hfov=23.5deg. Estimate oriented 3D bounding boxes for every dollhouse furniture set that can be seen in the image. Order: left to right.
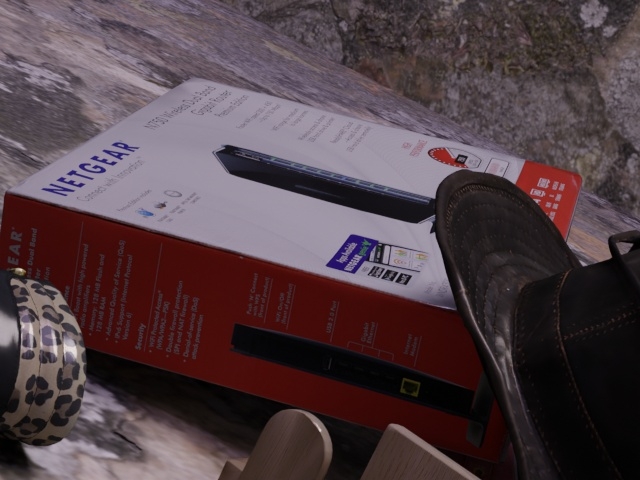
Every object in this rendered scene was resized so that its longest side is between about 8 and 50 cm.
[{"bbox_3d":[0.028,0.121,0.668,0.144,0.123,0.151,32,13,29],"label":"dollhouse furniture set"}]

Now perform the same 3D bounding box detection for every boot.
[{"bbox_3d":[-0.225,0.011,0.730,0.179,0.085,0.236,19,20,-39],"label":"boot"}]

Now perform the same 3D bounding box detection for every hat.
[{"bbox_3d":[0.190,0.085,0.740,0.331,0.134,0.331,51,21,-29],"label":"hat"}]

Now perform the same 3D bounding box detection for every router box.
[{"bbox_3d":[0.000,0.000,0.977,0.301,0.082,0.335,15,20,9],"label":"router box"}]

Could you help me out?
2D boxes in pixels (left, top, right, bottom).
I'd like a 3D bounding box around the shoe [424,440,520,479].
[{"bbox_3d":[0.077,0.126,0.895,0.081,0.063,0.178,28,17,-7],"label":"shoe"}]
